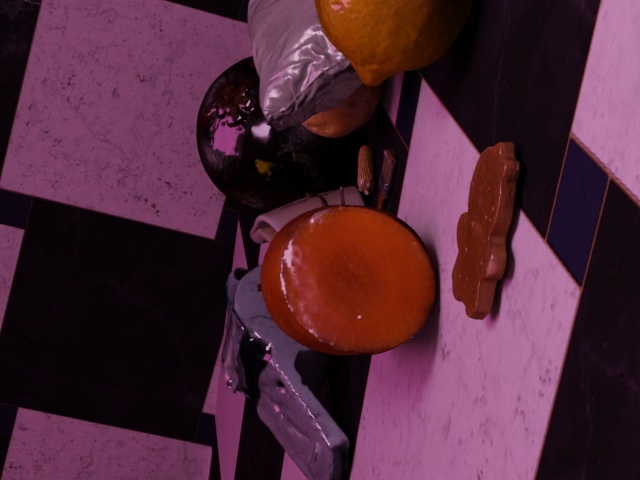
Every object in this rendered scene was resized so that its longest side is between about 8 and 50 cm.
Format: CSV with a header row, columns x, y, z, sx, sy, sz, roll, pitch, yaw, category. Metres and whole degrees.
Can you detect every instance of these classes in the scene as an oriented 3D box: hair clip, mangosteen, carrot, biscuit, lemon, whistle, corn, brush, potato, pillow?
x,y,z,sx,sy,sz,roll,pitch,yaw,category
-0.005,-0.019,1.908,0.282,0.173,0.113,-126,21,-59,hair clip
-0.067,-0.171,2.063,0.288,0.288,0.288,-175,90,-80,mangosteen
0.018,0.047,1.599,0.214,0.193,0.331,53,172,0,carrot
0.170,-0.011,1.269,0.133,0.027,0.184,-143,60,-79,biscuit
0.084,-0.304,1.427,0.188,0.188,0.256,-129,47,-76,lemon
-0.060,0.209,1.998,0.168,0.188,0.404,106,165,-46,whistle
0.069,-0.106,1.876,0.028,0.027,0.083,70,-162,-61,corn
0.088,-0.053,1.791,0.043,0.014,0.170,-100,16,-56,brush
0.021,-0.261,1.873,0.150,0.146,0.233,39,-141,-45,potato
0.027,-0.314,1.699,0.283,0.138,0.310,-33,36,17,pillow
